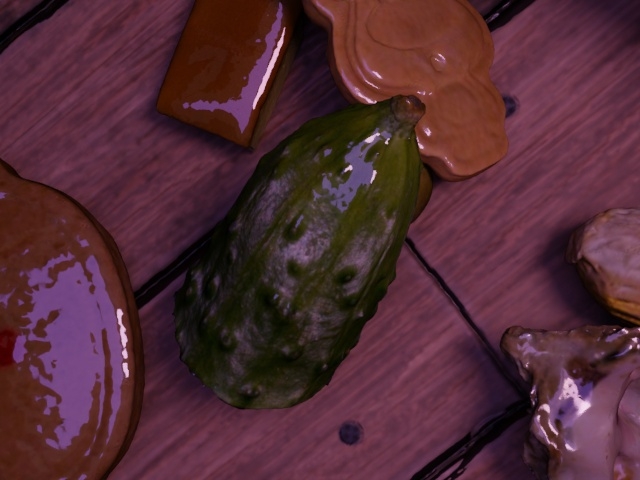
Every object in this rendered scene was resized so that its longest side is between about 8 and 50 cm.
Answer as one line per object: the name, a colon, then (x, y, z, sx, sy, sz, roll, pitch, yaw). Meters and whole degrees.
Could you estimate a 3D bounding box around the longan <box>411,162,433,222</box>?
longan: (0.042, -0.042, 0.611, 0.083, 0.075, 0.075, 11, 89, -25)

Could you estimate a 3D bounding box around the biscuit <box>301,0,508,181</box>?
biscuit: (0.059, -0.152, 0.601, 0.144, 0.040, 0.236, -26, 81, -25)

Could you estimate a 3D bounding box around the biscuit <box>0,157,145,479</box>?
biscuit: (-0.327, 0.114, 0.678, 0.380, 0.074, 0.359, -14, 83, 6)

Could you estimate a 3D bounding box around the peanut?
peanut: (0.268, 0.040, 0.566, 0.206, 0.087, 0.087, 27, 92, 9)

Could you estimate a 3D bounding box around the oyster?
oyster: (0.259, 0.194, 0.558, 0.361, 0.096, 0.221, 29, 100, 8)

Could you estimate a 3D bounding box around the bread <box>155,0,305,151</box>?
bread: (-0.049, -0.189, 0.649, 0.088, 0.049, 0.226, 23, 90, 10)

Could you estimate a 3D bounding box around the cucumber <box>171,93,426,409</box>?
cucumber: (-0.002, -0.003, 0.543, 0.134, 0.134, 0.244, 41, 127, 9)
